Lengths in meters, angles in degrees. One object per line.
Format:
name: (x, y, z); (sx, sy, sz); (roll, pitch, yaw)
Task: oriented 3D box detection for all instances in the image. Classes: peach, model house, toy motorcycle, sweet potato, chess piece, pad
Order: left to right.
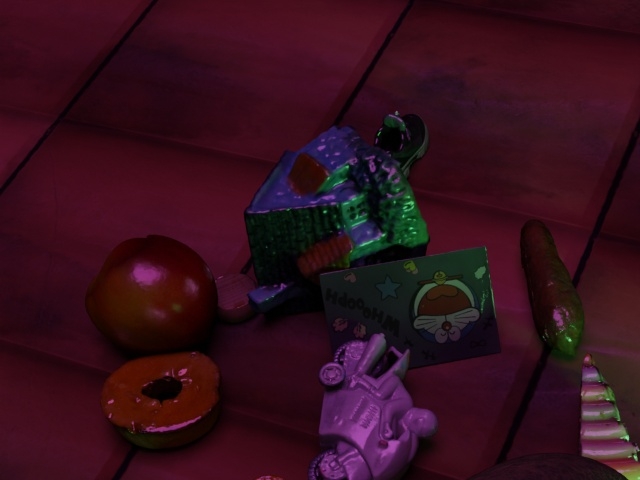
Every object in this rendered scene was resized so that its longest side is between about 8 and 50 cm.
peach: (-0.243, 0.085, 2.048); (0.197, 0.197, 0.197); (-5, 46, 5)
chess piece: (-0.133, 0.089, 2.119); (0.083, 0.038, 0.083); (-3, 46, 3)
model house: (0.000, 0.000, 2.023); (0.241, 0.261, 0.226); (-29, 48, -18)
toy motorcycle: (0.078, 0.247, 1.886); (0.171, 0.110, 0.260); (6, 49, 9)
pad: (0.131, 0.108, 1.979); (0.245, 0.170, 0.006); (-10, 16, -1)
sweet potato: (0.337, 0.056, 2.044); (0.075, 0.075, 0.273); (-10, 45, 0)

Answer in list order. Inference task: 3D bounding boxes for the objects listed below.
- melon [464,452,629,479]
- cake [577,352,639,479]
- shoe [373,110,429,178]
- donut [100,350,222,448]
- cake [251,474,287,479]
melon: (0.247, 0.384, 1.627); (0.329, 0.248, 0.248); (-16, 46, -1)
cake: (0.359, 0.266, 1.812); (0.090, 0.109, 0.225); (-12, 46, -2)
shoe: (0.128, -0.171, 2.280); (0.071, 0.099, 0.169); (11, 49, 23)
donut: (-0.226, 0.234, 1.979); (0.178, 0.065, 0.162); (-3, 41, 9)
cake: (-0.070, 0.358, 1.843); (0.084, 0.044, 0.084); (-4, 47, 4)
